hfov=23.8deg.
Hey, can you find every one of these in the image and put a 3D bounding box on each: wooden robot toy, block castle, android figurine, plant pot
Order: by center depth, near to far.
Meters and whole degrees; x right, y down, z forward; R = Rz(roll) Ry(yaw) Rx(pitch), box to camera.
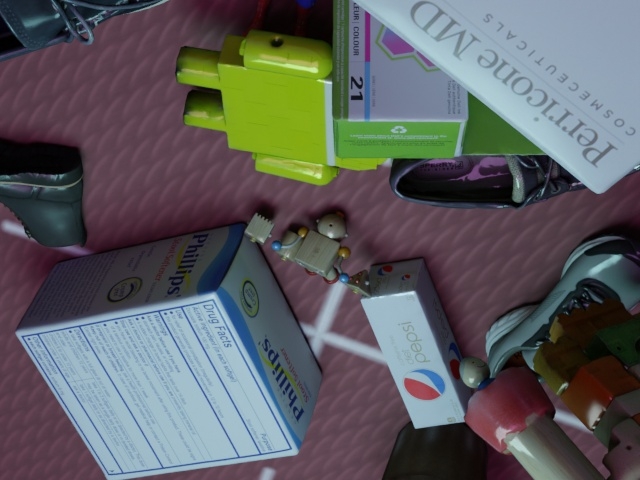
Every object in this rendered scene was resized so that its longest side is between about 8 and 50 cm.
[{"bbox_3d":[-0.021,-0.145,1.667,0.272,0.056,0.248,12,151,6],"label":"android figurine"},{"bbox_3d":[0.307,0.228,1.678,0.213,0.453,0.303,51,134,30],"label":"block castle"},{"bbox_3d":[0.000,0.000,1.816,0.173,0.079,0.076,26,171,16],"label":"wooden robot toy"},{"bbox_3d":[0.144,0.326,1.951,0.167,0.165,0.167,7,127,9],"label":"plant pot"}]

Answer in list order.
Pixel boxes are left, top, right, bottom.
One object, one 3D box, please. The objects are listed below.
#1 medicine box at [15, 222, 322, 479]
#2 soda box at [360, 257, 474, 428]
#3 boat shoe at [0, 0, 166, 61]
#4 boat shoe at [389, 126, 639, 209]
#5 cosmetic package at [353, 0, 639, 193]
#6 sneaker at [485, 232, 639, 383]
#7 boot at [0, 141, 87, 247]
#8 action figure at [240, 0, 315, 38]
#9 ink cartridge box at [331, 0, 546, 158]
[{"bbox_3d":[-0.184,0.146,1.911,0.289,0.149,0.263,-12,123,22],"label":"medicine box"},{"bbox_3d":[0.122,0.129,1.869,0.073,0.069,0.216,-10,124,22],"label":"soda box"},{"bbox_3d":[-0.292,-0.288,1.608,0.500,0.156,0.187,-15,119,23],"label":"boat shoe"},{"bbox_3d":[0.208,-0.078,1.569,0.285,0.092,0.103,-4,119,14],"label":"boat shoe"},{"bbox_3d":[0.273,-0.329,1.316,0.329,0.327,0.393,36,128,-14],"label":"cosmetic package"},{"bbox_3d":[0.294,0.097,1.776,0.100,0.108,0.271,35,126,-11],"label":"sneaker"},{"bbox_3d":[-0.386,-0.050,1.867,0.197,0.077,0.137,9,133,10],"label":"boot"},{"bbox_3d":[-0.029,-0.296,1.547,0.091,0.139,0.280,15,126,1],"label":"action figure"},{"bbox_3d":[0.140,-0.185,1.507,0.255,0.189,0.097,0,160,2],"label":"ink cartridge box"}]
